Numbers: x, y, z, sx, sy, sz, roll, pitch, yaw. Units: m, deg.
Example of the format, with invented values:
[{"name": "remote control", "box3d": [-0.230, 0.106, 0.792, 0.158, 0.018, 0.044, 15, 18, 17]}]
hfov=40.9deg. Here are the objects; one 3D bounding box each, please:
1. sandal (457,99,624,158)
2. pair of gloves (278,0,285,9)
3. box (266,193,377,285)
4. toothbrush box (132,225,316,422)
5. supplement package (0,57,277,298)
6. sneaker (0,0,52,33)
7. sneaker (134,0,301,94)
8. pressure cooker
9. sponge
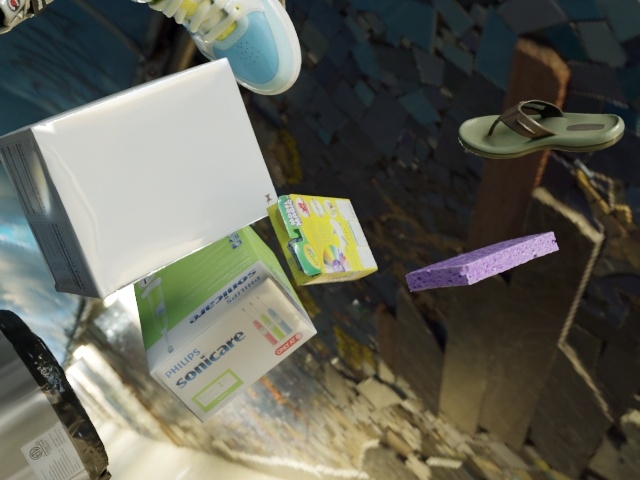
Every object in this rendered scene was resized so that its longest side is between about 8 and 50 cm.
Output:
[{"name": "sandal", "box3d": [0.407, -0.222, 1.606, 0.302, 0.086, 0.120, -2, 40, 23]}, {"name": "pair of gloves", "box3d": [-0.124, -0.525, 1.563, 0.042, 0.240, 0.204, -22, -28, -16]}, {"name": "box", "box3d": [0.000, 0.000, 1.046, 0.043, 0.105, 0.179, -27, -13, 23]}, {"name": "toothbrush box", "box3d": [-0.152, 0.096, 1.267, 0.206, 0.122, 0.283, -39, 27, 1]}, {"name": "supplement package", "box3d": [-0.216, -0.079, 1.041, 0.262, 0.204, 0.145, -29, 17, -33]}, {"name": "sneaker", "box3d": [-0.547, -0.443, 1.549, 0.330, 0.122, 0.146, -33, 47, -14]}, {"name": "sneaker", "box3d": [-0.167, -0.290, 1.021, 0.127, 0.319, 0.208, -39, 3, 28]}, {"name": "pressure cooker", "box3d": [-0.592, 0.347, 1.345, 0.420, 0.370, 0.375, -33, -11, -26]}, {"name": "sponge", "box3d": [0.233, 0.031, 1.233, 0.210, 0.031, 0.117, -16, 2, -39]}]
